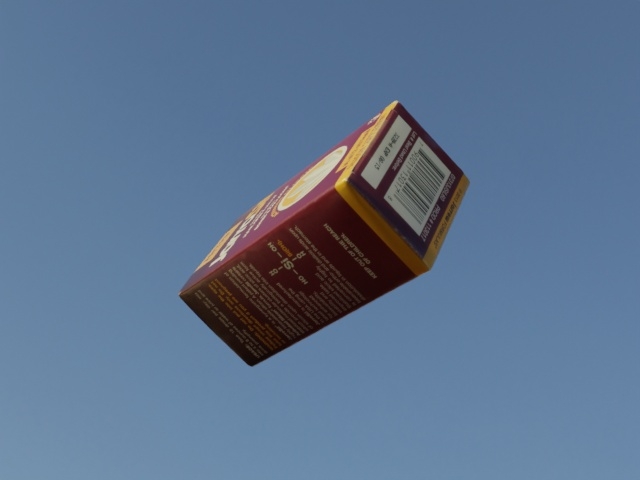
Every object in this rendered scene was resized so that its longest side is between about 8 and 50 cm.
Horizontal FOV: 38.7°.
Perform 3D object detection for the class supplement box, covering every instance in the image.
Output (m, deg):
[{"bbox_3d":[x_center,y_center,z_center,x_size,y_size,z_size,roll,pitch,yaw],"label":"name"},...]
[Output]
[{"bbox_3d":[0.000,0.000,0.636,0.081,0.104,0.188,46,-48,-12],"label":"supplement box"}]
